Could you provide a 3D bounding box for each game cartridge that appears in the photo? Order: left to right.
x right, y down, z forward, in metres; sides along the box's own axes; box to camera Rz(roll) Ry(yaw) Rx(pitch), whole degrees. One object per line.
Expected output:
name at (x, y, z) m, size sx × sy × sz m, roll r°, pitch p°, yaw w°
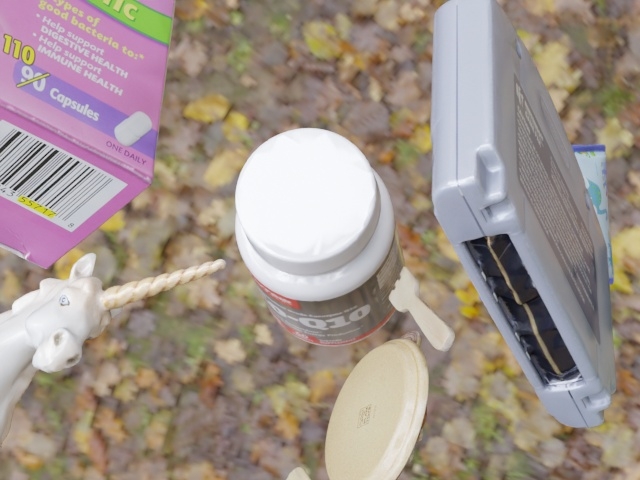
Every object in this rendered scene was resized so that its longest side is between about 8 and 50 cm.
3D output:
game cartridge at (0.145, -0.023, 1.131) m, size 0.060 × 0.294 × 0.196 m, roll -9°, pitch 49°, yaw 22°

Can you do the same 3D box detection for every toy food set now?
toy food set at (0.046, 0.127, 1.128) m, size 0.192 × 0.038 × 0.132 m, roll -62°, pitch 23°, yaw 12°

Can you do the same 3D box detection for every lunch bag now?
lunch bag at (0.177, -0.016, 1.368) m, size 0.096 × 0.151 × 0.129 m, roll -5°, pitch 91°, yaw 39°

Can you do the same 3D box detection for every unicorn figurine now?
unicorn figurine at (-0.104, 0.070, 0.424) m, size 0.060 × 0.111 × 0.162 m, roll 34°, pitch 119°, yaw 9°

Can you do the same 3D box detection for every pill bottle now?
pill bottle at (0.000, 0.000, 1.641) m, size 0.161 × 0.283 × 0.161 m, roll -2°, pitch 72°, yaw 6°

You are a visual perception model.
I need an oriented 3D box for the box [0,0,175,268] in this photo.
box at (-0.204, -0.144, 0.951) m, size 0.117 × 0.213 × 0.243 m, roll -35°, pitch 39°, yaw 38°
